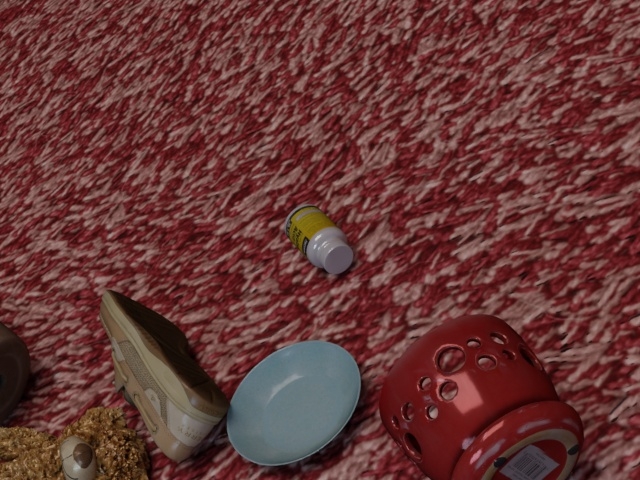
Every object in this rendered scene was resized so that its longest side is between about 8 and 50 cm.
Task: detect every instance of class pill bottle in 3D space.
[{"bbox_3d":[0.000,0.000,1.916,0.065,0.065,0.116,-39,40,-6],"label":"pill bottle"}]

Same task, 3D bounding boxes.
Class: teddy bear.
[{"bbox_3d":[-0.397,0.348,1.802,0.338,0.113,0.245,-15,46,21],"label":"teddy bear"}]

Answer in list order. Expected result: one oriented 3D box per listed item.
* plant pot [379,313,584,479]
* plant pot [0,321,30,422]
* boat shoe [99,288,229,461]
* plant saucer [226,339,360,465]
[{"bbox_3d":[0.185,0.208,1.501,0.191,0.191,0.174,-35,47,-1],"label":"plant pot"},{"bbox_3d":[-0.571,0.177,2.002,0.229,0.263,0.263,17,60,23],"label":"plant pot"},{"bbox_3d":[-0.246,0.179,1.860,0.110,0.121,0.341,-56,35,8],"label":"boat shoe"},{"bbox_3d":[-0.029,0.219,1.742,0.195,0.037,0.195,-18,44,18],"label":"plant saucer"}]
